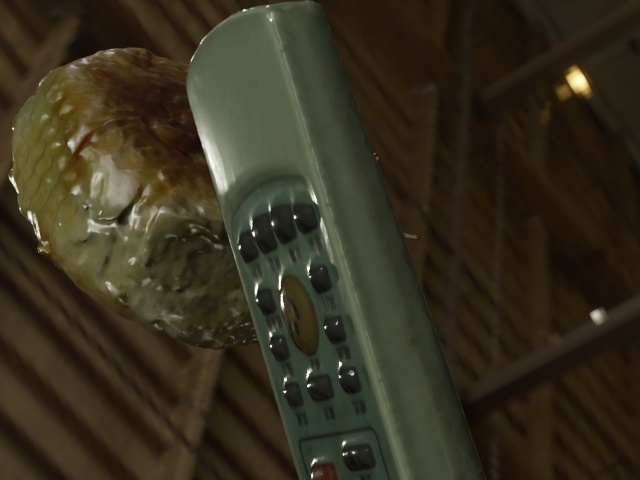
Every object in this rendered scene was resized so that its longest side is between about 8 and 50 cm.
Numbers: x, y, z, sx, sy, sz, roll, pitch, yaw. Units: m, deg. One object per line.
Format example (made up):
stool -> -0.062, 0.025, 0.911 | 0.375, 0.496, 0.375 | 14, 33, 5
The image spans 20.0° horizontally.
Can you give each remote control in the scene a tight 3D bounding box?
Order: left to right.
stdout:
remote control -> 0.008, 0.049, 0.711 | 0.038, 0.123, 0.285 | -17, -92, -23

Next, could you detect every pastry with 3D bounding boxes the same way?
pastry -> -0.072, -0.024, 0.983 | 0.182, 0.093, 0.192 | 9, -148, -33

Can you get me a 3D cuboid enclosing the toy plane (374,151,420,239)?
toy plane -> -0.008, 0.000, 1.169 | 0.194, 0.126, 0.077 | -111, 22, -61
